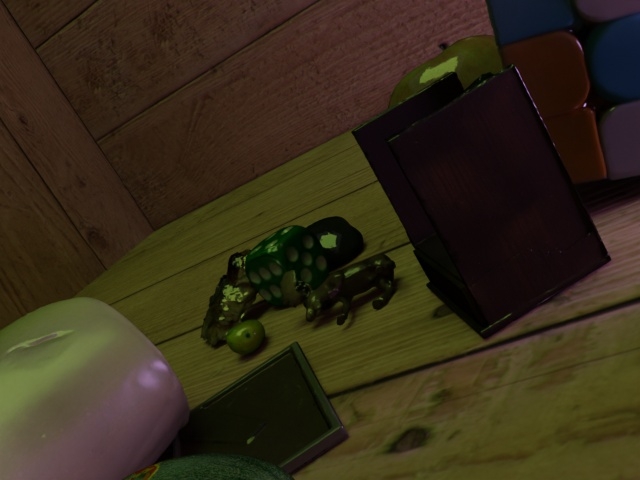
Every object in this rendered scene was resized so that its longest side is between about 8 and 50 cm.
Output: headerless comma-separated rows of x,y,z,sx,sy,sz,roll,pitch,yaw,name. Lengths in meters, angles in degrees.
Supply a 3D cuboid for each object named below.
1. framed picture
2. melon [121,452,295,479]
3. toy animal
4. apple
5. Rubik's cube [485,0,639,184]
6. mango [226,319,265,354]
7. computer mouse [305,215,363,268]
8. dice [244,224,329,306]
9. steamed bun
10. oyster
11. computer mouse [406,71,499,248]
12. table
-0.104,0.266,0.999,0.247,0.022,0.335,-33,14,-5,framed picture
-0.135,0.294,0.637,0.287,0.182,0.182,-29,14,18,melon
0.033,0.085,1.236,0.214,0.094,0.186,-23,18,2,toy animal
0.310,-0.260,1.464,0.319,0.277,0.319,-33,3,2,apple
0.456,-0.311,1.048,0.344,0.347,0.347,-9,24,26,Rubik's cube
-0.139,0.177,1.317,0.073,0.056,0.108,-27,10,-8,mango
0.000,0.000,1.588,0.137,0.086,0.269,-35,13,-18,computer mouse
-0.070,0.053,1.449,0.128,0.131,0.120,-18,18,45,dice
-0.431,0.264,1.095,0.455,0.290,0.371,-13,27,51,steamed bun
-0.185,0.112,1.506,0.233,0.107,0.161,-52,27,-14,oyster
0.220,-0.127,1.178,0.183,0.116,0.324,-8,-58,-64,computer mouse
0.200,-0.066,0.966,0.196,0.282,0.250,-30,14,0,table
